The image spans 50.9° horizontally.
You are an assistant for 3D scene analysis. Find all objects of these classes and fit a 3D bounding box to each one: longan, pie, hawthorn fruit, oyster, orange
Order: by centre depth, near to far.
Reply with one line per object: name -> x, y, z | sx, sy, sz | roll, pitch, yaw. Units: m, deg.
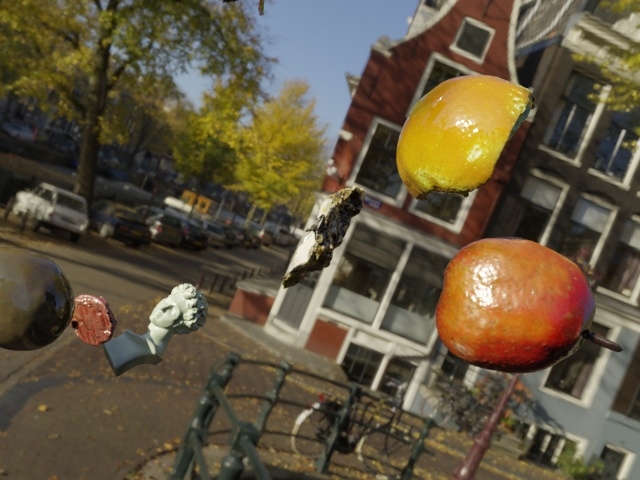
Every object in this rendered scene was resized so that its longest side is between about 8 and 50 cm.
orange -> 0.273, -0.206, 1.351 | 0.196, 0.262, 0.334 | 30, -7, -22
hawthorn fruit -> 0.418, 0.149, 1.357 | 0.369, 0.284, 0.285 | 23, 1, 23
oyster -> 0.000, 0.000, 1.417 | 0.083, 0.223, 0.214 | 35, 43, -3
longan -> -0.660, 0.123, 1.458 | 0.248, 0.248, 0.248 | 22, 1, 0
pie -> -0.593, 0.205, 1.751 | 0.153, 0.153, 0.038 | 23, 28, 14

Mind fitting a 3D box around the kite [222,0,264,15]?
kite -> -0.142, -0.660, 1.703 | 0.241, 0.183, 0.014 | -23, 46, -30

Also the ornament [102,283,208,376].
ornament -> -0.396, 0.226, 1.649 | 0.120, 0.285, 0.130 | 46, -13, 8
